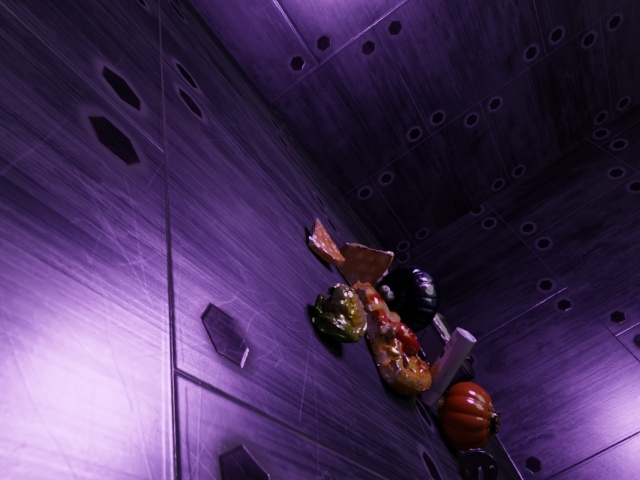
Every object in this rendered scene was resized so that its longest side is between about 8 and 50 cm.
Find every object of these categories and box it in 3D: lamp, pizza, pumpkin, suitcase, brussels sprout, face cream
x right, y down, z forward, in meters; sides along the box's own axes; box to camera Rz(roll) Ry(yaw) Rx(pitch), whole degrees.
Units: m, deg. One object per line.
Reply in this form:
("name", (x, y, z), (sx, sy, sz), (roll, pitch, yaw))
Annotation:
("lamp", (0.402, 0.686, 1.240), (0.371, 0.109, 0.130), (-7, 75, -63))
("pizza", (0.000, 0.000, 1.519), (0.185, 0.052, 0.195), (37, 24, -41))
("pumpkin", (0.286, 0.203, 1.637), (0.248, 0.248, 0.248), (53, 10, -14))
("lamp", (0.491, 0.586, 1.525), (0.223, 0.197, 0.223), (-1, 91, -62))
("pizza", (0.155, 0.069, 1.640), (0.188, 0.204, 0.080), (49, 21, -4))
("suitcase", (0.560, 0.500, 2.169), (0.433, 0.194, 0.283), (63, 12, 28))
("pizza", (0.221, 0.283, 1.433), (0.405, 0.130, 0.440), (62, 11, 21))
("brussels sprout", (0.050, 0.175, 1.063), (0.138, 0.101, 0.181), (70, 12, 17))
("face cream", (0.421, 0.425, 1.537), (0.073, 0.269, 0.107), (29, 12, 5))

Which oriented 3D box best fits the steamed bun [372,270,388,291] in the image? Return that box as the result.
("steamed bun", (0.186, 0.107, 1.789), (0.211, 0.144, 0.218), (45, 14, -46))
